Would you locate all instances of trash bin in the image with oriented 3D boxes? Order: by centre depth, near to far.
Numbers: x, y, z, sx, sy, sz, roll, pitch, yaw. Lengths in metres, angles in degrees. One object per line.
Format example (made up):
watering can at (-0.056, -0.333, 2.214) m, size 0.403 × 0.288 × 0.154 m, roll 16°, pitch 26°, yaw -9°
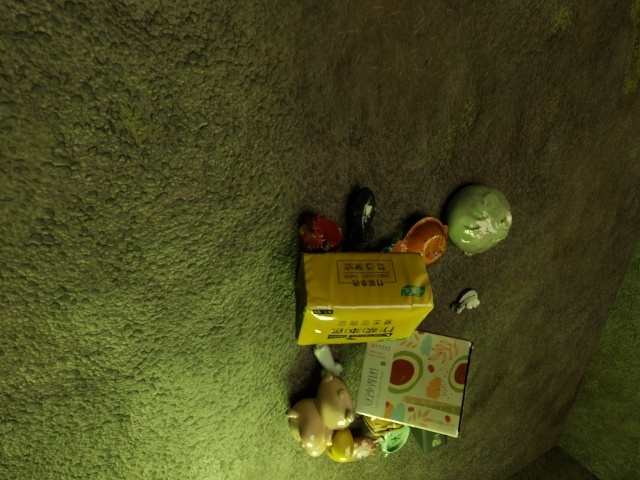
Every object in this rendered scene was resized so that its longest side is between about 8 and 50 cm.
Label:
trash bin at (0.435, 0.735, 1.789) m, size 0.115 × 0.165 × 0.225 m, roll -19°, pitch 127°, yaw -10°

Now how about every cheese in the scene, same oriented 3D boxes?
cheese at (0.348, 0.024, 1.606) m, size 0.329 × 0.129 × 0.217 m, roll -22°, pitch 123°, yaw -21°

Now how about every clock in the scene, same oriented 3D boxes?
clock at (0.163, -0.026, 1.536) m, size 0.074 × 0.010 × 0.083 m, roll -44°, pitch 129°, yaw -6°
clock at (0.356, 0.978, 2.134) m, size 0.159 × 0.066 × 0.211 m, roll -8°, pitch 118°, yaw -29°

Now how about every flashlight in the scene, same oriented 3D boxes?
flashlight at (0.023, 0.466, 1.672) m, size 0.093 × 0.047 × 0.200 m, roll -29°, pitch 123°, yaw -9°

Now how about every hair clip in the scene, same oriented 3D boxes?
hair clip at (0.680, 0.284, 2.007) m, size 0.172 × 0.049 × 0.116 m, roll -22°, pitch 128°, yaw -25°

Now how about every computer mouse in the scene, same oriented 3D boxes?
computer mouse at (0.127, -0.084, 1.424) m, size 0.062 × 0.106 × 0.192 m, roll 1°, pitch 112°, yaw -27°

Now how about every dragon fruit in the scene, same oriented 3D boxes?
dragon fruit at (0.000, 0.000, 1.374) m, size 0.150 × 0.133 × 0.207 m, roll 5°, pitch 148°, yaw 3°

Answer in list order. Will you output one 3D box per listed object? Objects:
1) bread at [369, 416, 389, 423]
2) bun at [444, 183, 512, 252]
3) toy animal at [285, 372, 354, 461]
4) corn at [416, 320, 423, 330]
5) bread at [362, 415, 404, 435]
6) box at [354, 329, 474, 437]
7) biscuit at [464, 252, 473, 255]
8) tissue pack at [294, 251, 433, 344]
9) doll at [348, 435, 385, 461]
bread at (0.307, 0.644, 1.872) m, size 0.312 × 0.172 × 0.312 m, roll -18°, pitch 126°, yaw -26°
bun at (0.629, -0.080, 1.671) m, size 0.283 × 0.179 × 0.283 m, roll -3°, pitch 98°, yaw -18°
toy animal at (-0.006, 0.692, 1.626) m, size 0.247 × 0.277 × 0.345 m, roll -3°, pitch 135°, yaw -14°
corn at (0.348, 0.346, 1.779) m, size 0.120 × 0.120 × 0.363 m, roll 17°, pitch 104°, yaw -38°
bread at (0.295, 0.816, 1.980) m, size 0.200 × 0.116 × 0.077 m, roll 4°, pitch 117°, yaw -34°
box at (0.350, 0.512, 1.637) m, size 0.122 × 0.385 × 0.344 m, roll 37°, pitch 63°, yaw -76°
biscuit at (0.672, -0.057, 1.833) m, size 0.188 × 0.040 × 0.265 m, roll 14°, pitch 104°, yaw -37°
tissue pack at (0.117, 0.185, 1.357) m, size 0.382 × 0.228 × 0.293 m, roll -1°, pitch 145°, yaw -11°
doll at (0.177, 0.944, 1.962) m, size 0.262 × 0.093 × 0.211 m, roll -26°, pitch 138°, yaw 12°
